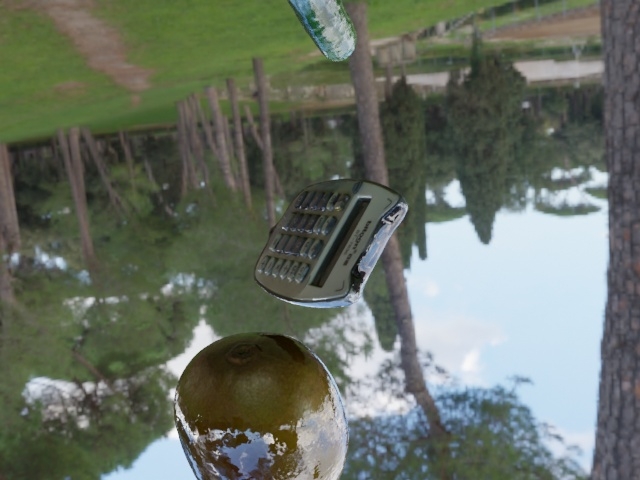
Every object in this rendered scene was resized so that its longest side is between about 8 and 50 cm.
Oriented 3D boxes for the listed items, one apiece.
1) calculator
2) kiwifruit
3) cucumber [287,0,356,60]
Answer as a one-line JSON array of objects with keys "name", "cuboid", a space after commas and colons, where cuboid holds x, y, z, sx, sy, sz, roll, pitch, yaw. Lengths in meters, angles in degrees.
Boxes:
[{"name": "calculator", "cuboid": [0.000, 0.000, 1.008, 0.040, 0.177, 0.268, 37, 168, -31]}, {"name": "kiwifruit", "cuboid": [-0.066, 0.206, 0.915, 0.196, 0.233, 0.196, -3, -139, 3]}, {"name": "cucumber", "cuboid": [-0.001, -0.166, 0.578, 0.037, 0.037, 0.155, -2, 166, 18]}]
